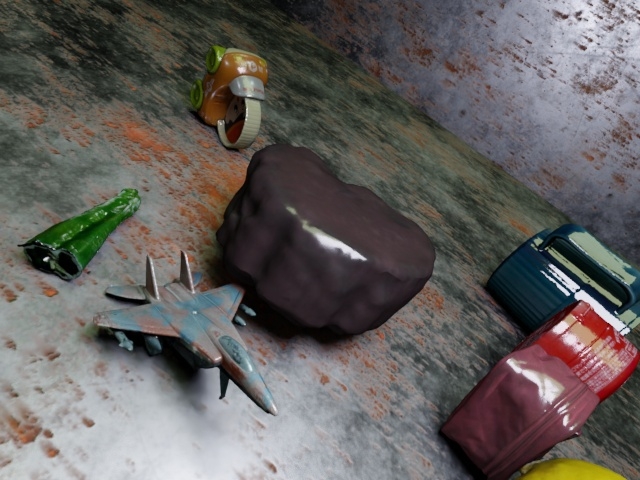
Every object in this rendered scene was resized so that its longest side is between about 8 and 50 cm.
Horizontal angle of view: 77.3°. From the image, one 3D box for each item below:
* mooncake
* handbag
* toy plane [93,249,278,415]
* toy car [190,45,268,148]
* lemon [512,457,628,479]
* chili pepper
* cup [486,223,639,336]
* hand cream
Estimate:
[{"bbox_3d":[0.000,0.000,0.729,0.381,0.212,0.351,42,21,18],"label":"mooncake"},{"bbox_3d":[0.311,0.280,0.634,0.146,0.225,0.135,-7,43,-40],"label":"handbag"},{"bbox_3d":[-0.157,0.129,0.534,0.223,0.104,0.326,-8,36,-43],"label":"toy plane"},{"bbox_3d":[-0.210,-0.342,1.008,0.145,0.235,0.235,-5,50,-41],"label":"toy car"},{"bbox_3d":[0.325,0.390,0.493,0.240,0.240,0.219,4,53,-35],"label":"lemon"},{"bbox_3d":[-0.356,-0.033,0.639,0.088,0.059,0.227,23,34,-6],"label":"chili pepper"},{"bbox_3d":[0.607,0.134,1.009,0.292,0.242,0.308,51,10,28],"label":"cup"},{"bbox_3d":[0.511,0.245,0.830,0.230,0.230,0.149,-15,54,-47],"label":"hand cream"}]
